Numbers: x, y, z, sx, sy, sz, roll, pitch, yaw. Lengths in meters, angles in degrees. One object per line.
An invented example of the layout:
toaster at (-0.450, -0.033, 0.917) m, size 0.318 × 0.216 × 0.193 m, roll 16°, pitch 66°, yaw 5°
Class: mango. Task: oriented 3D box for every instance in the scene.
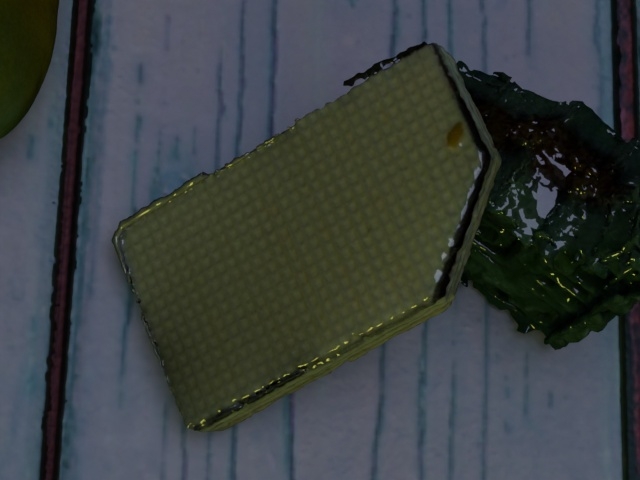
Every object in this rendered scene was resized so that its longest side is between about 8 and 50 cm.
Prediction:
mango at (-0.221, -0.162, 1.072) m, size 0.091 × 0.137 × 0.237 m, roll -14°, pitch 76°, yaw 28°

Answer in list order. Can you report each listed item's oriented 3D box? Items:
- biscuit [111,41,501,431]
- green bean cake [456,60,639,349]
biscuit at (0.000, 0.000, 1.047) m, size 0.252 × 0.052 × 0.150 m, roll -31°, pitch 73°, yaw 18°
green bean cake at (0.129, -0.035, 1.088) m, size 0.208 × 0.193 × 0.107 m, roll 41°, pitch 74°, yaw 2°
